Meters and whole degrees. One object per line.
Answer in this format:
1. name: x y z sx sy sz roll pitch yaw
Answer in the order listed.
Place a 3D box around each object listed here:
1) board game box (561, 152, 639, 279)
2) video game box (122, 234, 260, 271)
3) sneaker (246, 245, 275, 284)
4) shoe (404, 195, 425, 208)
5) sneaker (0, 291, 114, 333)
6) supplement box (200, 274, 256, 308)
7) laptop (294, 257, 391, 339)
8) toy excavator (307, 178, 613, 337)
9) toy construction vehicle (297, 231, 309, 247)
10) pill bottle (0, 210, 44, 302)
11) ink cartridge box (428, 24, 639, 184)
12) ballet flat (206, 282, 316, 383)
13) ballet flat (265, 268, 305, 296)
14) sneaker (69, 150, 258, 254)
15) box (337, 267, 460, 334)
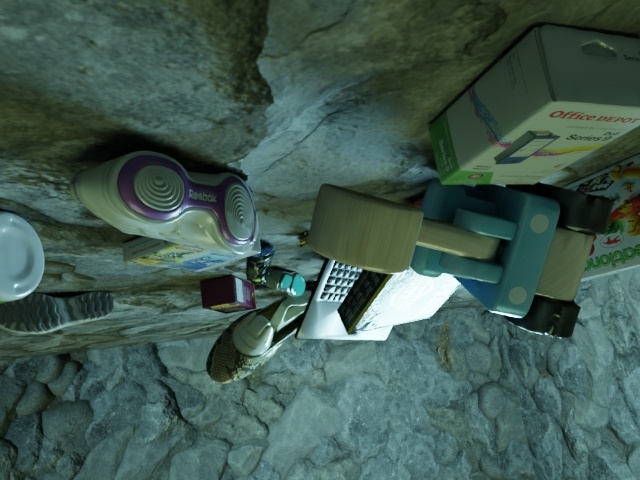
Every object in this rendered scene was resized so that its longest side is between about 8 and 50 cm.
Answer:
1. board game box: 0.557 -0.036 0.998 0.053 0.193 0.305 -1 163 -28
2. video game box: -0.255 0.016 1.050 0.186 0.048 0.205 -20 162 30
3. sneaker: -0.141 0.060 1.216 0.066 0.078 0.188 -5 165 -13
4. shoe: 0.237 -0.051 1.037 0.081 0.064 0.177 -17 158 35
5. sneaker: -0.710 0.200 1.391 0.281 0.105 0.115 1 163 -35
6. supplement box: -0.269 0.163 1.535 0.103 0.081 0.188 -11 165 9
7. laptop: 0.204 0.131 1.332 0.381 0.408 0.236 12 -165 -45
8. toy excavator: 0.202 -0.003 0.791 0.444 0.223 0.433 12 -169 -3
9. toy construction vehicle: 0.000 0.000 1.146 0.085 0.035 0.098 5 160 -42
10. pill bottle: -0.574 0.043 0.798 0.245 0.137 0.136 -11 165 12
11. ink cartridge box: 0.252 -0.145 0.615 0.154 0.093 0.212 -2 163 -20
12. ballet flat: -0.150 0.256 1.628 0.482 0.164 0.182 -31 162 -41
13. ballet flat: -0.105 0.117 1.514 0.068 0.072 0.213 16 173 20
14. sneaker: -0.205 -0.053 0.744 0.152 0.114 0.305 0 167 30
15. box: 0.212 0.084 1.178 0.256 0.079 0.322 -7 145 -30
